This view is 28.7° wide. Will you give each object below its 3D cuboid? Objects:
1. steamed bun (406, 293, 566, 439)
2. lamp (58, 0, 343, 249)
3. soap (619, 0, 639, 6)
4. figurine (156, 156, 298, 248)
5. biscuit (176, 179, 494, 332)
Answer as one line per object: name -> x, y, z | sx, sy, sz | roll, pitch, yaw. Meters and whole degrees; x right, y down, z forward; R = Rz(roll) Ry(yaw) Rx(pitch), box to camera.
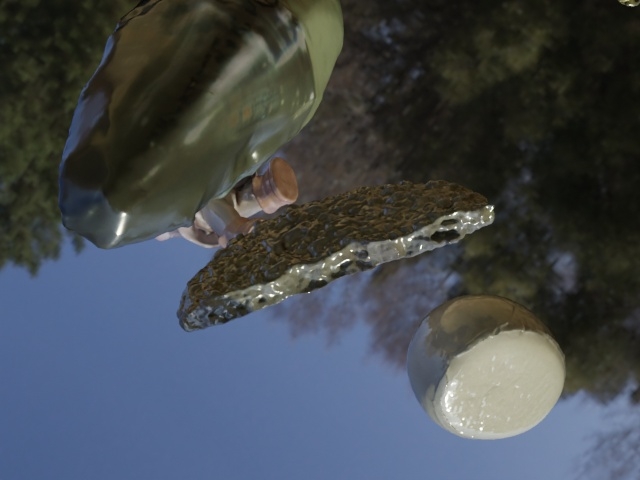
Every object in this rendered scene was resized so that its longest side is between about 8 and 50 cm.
steamed bun -> 0.198, 0.150, 1.544 | 0.228, 0.177, 0.131 | 25, -165, -40
lamp -> -0.049, -0.080, 0.591 | 0.101, 0.101, 0.250 | 37, -139, -4
soap -> 0.304, -0.359, 1.284 | 0.135, 0.076, 0.233 | -23, -111, -26
figurine -> -0.153, -0.057, 1.376 | 0.276, 0.133, 0.200 | 19, -176, 35
biscuit -> 0.003, -0.002, 0.980 | 0.133, 0.250, 0.032 | -113, 4, -65
